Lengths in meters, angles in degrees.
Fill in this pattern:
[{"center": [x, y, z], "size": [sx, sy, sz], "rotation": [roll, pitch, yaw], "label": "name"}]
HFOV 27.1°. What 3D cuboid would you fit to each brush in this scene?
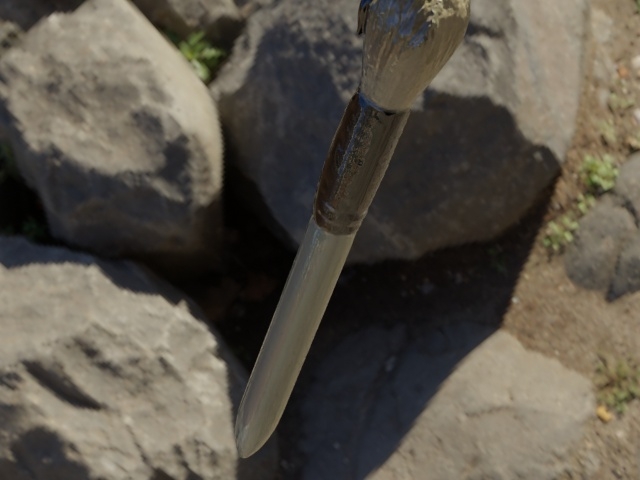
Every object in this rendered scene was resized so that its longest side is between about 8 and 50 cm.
[{"center": [0.000, 0.000, 0.607], "size": [0.039, 0.042, 0.299], "rotation": [43, 130, 25], "label": "brush"}]
